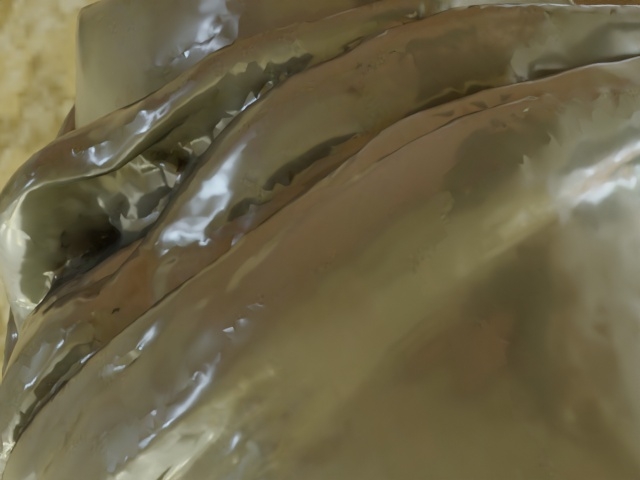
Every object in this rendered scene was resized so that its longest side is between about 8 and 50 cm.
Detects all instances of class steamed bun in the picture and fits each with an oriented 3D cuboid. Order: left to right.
[{"bbox_3d":[-0.007,0.003,0.610,0.309,0.219,0.324,-20,-150,45],"label":"steamed bun"}]
